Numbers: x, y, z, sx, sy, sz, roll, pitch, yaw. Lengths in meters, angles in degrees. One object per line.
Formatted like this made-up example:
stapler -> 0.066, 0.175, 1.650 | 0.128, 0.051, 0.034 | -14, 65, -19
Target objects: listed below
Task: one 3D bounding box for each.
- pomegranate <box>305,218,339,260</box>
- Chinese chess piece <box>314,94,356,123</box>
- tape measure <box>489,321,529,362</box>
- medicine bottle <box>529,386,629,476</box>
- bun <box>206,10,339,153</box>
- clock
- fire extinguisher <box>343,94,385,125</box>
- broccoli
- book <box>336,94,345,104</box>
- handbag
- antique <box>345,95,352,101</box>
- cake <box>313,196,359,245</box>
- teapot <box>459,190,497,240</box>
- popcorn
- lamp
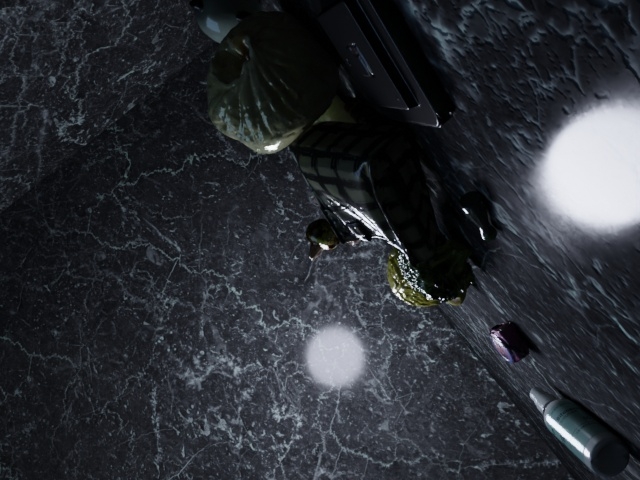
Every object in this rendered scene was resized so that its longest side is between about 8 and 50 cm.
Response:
pomegranate -> 0.001, -0.006, 1.870 | 0.138, 0.163, 0.125 | 29, -162, -12
Chinese chess piece -> 0.028, -0.337, 1.361 | 0.238, 0.092, 0.238 | 53, 180, 0
tape measure -> 0.565, 0.303, 1.418 | 0.118, 0.074, 0.125 | 58, 177, 6
medicine bottle -> 0.707, 0.517, 1.356 | 0.110, 0.110, 0.352 | 52, -179, -10
bun -> -0.138, -0.394, 1.143 | 0.349, 0.352, 0.227 | 5, 162, 36
clock -> 0.083, -0.309, 0.788 | 0.279, 0.049, 0.273 | 52, -178, -21
fire extinguisher -> 0.119, -0.280, 1.148 | 0.158, 0.043, 0.064 | 52, 140, 20
broccoli -> 0.310, 0.065, 1.262 | 0.176, 0.226, 0.198 | 96, -170, -49
book -> 0.020, -0.435, 1.467 | 0.322, 0.018, 0.228 | 52, 180, 19
handbag -> 0.109, -0.117, 1.144 | 0.325, 0.162, 0.327 | 22, 148, 52
antique -> 0.118, -0.306, 1.280 | 0.192, 0.015, 0.031 | 51, -178, -43
cake -> 0.126, -0.145, 1.897 | 0.237, 0.230, 0.309 | 50, -179, -11
teapot -> 0.301, -0.042, 0.902 | 0.111, 0.043, 0.043 | 48, -177, -37
popcorn -> 0.321, 0.111, 1.517 | 0.286, 0.225, 0.174 | 49, -145, -37
lamp -> -0.264, -0.673, 1.415 | 0.198, 0.197, 0.244 | 52, -163, -12
